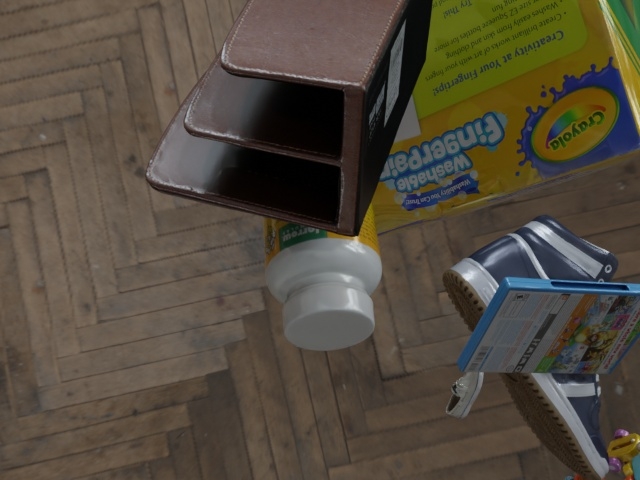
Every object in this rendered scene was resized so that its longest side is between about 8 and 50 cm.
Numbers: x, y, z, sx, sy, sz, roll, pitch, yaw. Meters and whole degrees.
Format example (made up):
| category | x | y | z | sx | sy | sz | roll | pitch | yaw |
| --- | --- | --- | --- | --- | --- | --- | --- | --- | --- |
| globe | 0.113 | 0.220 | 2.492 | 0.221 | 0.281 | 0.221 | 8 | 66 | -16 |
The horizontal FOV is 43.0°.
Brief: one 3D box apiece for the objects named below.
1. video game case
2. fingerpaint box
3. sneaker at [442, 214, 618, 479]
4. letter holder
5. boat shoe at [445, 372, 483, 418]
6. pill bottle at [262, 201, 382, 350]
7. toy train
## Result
| category | x | y | z | sx | sy | sz | roll | pitch | yaw |
| --- | --- | --- | --- | --- | --- | --- | --- | --- | --- |
| video game case | 0.223 | 0.082 | 0.751 | 0.166 | 0.119 | 0.015 | 4 | 42 | -17 |
| fingerpaint box | 0.184 | -0.228 | 1.053 | 0.444 | 0.163 | 0.371 | -20 | 85 | 43 |
| sneaker | 0.262 | 0.108 | 0.854 | 0.153 | 0.099 | 0.282 | -36 | 101 | -13 |
| letter holder | -0.027 | -0.175 | 0.760 | 0.214 | 0.152 | 0.302 | 12 | 45 | 11 |
| boat shoe | 0.218 | 0.229 | 1.244 | 0.035 | 0.035 | 0.100 | 11 | 119 | -13 |
| pill bottle | 0.000 | 0.000 | 0.824 | 0.117 | 0.118 | 0.208 | -5 | 57 | -1 |
| toy train | 0.372 | 0.297 | 0.997 | 0.046 | 0.166 | 0.125 | 41 | 77 | -5 |
